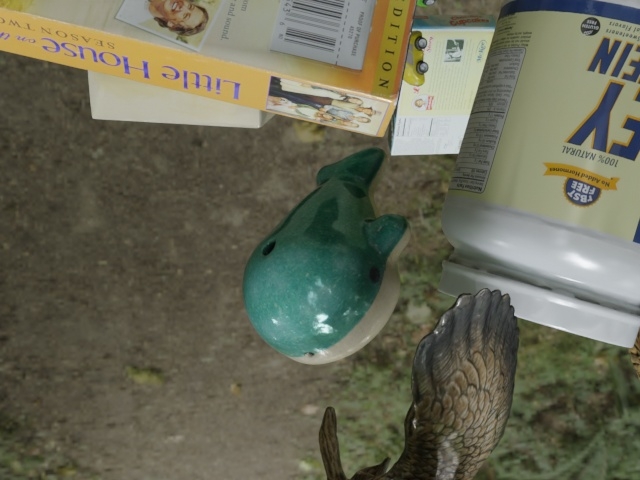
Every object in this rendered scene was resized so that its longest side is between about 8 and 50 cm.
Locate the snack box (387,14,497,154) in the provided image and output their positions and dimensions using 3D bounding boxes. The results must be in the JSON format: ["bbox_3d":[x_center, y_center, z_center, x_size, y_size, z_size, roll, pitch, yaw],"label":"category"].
[{"bbox_3d":[0.253,-0.325,1.932,0.187,0.060,0.322,-2,134,-7],"label":"snack box"}]

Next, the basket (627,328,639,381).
[{"bbox_3d":[0.480,0.149,0.964,0.223,0.299,0.213,-26,176,29],"label":"basket"}]

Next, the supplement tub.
[{"bbox_3d":[0.257,-0.077,0.905,0.235,0.324,0.235,16,-179,0],"label":"supplement tub"}]

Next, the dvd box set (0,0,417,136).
[{"bbox_3d":[-0.126,-0.263,0.663,0.420,0.307,0.062,12,159,-3],"label":"dvd box set"}]

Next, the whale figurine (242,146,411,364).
[{"bbox_3d":[0.000,0.000,1.023,0.216,0.272,0.141,-18,138,42],"label":"whale figurine"}]

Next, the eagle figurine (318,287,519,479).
[{"bbox_3d":[0.075,0.204,0.699,0.225,0.226,0.298,-21,164,-39],"label":"eagle figurine"}]

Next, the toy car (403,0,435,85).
[{"bbox_3d":[0.151,-0.413,1.573,0.053,0.239,0.225,-10,160,-21],"label":"toy car"}]

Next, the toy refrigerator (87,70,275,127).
[{"bbox_3d":[-0.210,-0.236,1.395,0.270,0.102,0.094,5,112,12],"label":"toy refrigerator"}]
